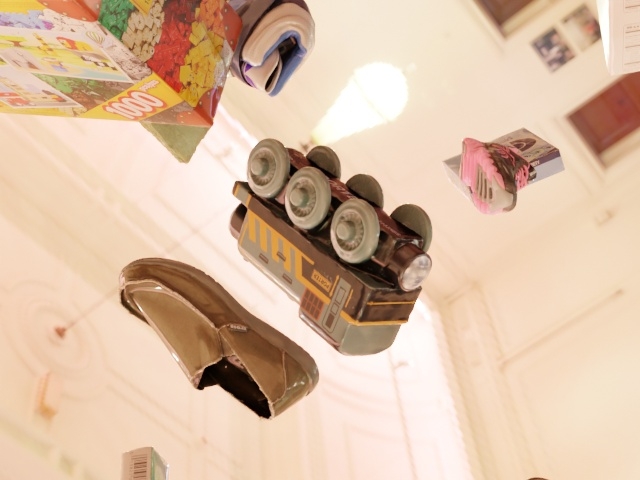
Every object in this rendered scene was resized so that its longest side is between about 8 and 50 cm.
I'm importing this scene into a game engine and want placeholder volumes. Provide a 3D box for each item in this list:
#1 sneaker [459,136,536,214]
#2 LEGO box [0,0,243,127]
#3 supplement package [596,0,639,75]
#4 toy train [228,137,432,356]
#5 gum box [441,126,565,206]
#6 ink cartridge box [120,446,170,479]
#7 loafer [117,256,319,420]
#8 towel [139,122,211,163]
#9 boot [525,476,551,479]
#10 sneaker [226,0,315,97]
[{"bbox_3d":[0.145,-0.052,0.820,0.119,0.057,0.047,-97,11,-67],"label":"sneaker"},{"bbox_3d":[-0.426,-0.342,1.541,0.372,0.500,0.193,41,-120,-58],"label":"LEGO box"},{"bbox_3d":[0.312,-0.280,0.832,0.263,0.198,0.199,30,-127,-72],"label":"supplement package"},{"bbox_3d":[0.000,0.000,1.329,0.142,0.190,0.334,3,-154,-45],"label":"toy train"},{"bbox_3d":[0.299,-0.124,1.731,0.184,0.157,0.041,-114,2,-72],"label":"gum box"},{"bbox_3d":[-0.235,0.428,1.537,0.224,0.056,0.181,65,-163,-56],"label":"ink cartridge box"},{"bbox_3d":[-0.122,0.108,1.134,0.251,0.094,0.087,31,-132,6],"label":"loafer"},{"bbox_3d":[-0.249,-0.211,1.788,0.027,0.110,0.148,14,156,43],"label":"towel"},{"bbox_3d":[0.428,0.475,1.636,0.236,0.085,0.178,21,-159,-9],"label":"boot"},{"bbox_3d":[-0.160,-0.304,1.719,0.130,0.323,0.236,58,-173,-44],"label":"sneaker"}]
